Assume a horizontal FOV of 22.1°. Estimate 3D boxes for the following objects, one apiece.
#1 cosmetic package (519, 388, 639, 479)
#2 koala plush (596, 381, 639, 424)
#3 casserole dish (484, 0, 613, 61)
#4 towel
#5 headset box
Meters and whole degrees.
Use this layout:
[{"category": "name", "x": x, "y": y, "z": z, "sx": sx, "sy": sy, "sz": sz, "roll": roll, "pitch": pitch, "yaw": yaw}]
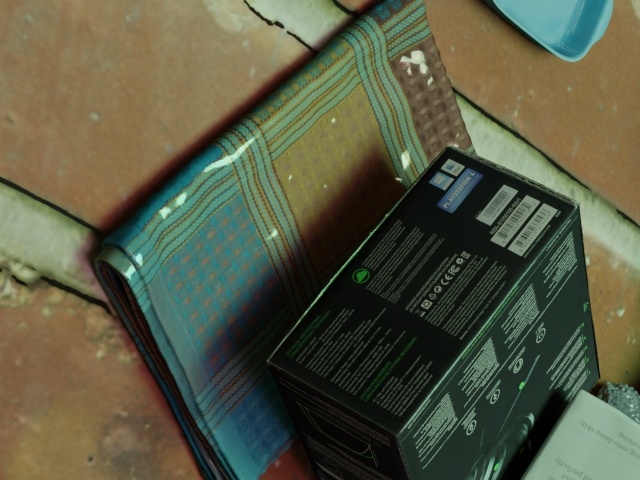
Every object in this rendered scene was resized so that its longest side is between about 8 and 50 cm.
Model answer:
[{"category": "cosmetic package", "x": 0.205, "y": 0.347, "z": 1.360, "sx": 0.385, "sy": 0.217, "sz": 0.156, "roll": -55, "pitch": 162, "yaw": -8}, {"category": "koala plush", "x": 0.411, "y": 0.137, "z": 1.670, "sx": 0.196, "sy": 0.203, "sz": 0.221, "roll": 27, "pitch": 71, "yaw": -44}, {"category": "casserole dish", "x": 0.196, "y": -0.236, "z": 1.459, "sx": 0.188, "sy": 0.037, "sz": 0.114, "roll": 30, "pitch": 80, "yaw": -44}, {"category": "towel", "x": 0.000, "y": 0.000, "z": 1.337, "sx": 0.370, "sy": 0.040, "sz": 0.271, "roll": -43, "pitch": 127, "yaw": -27}, {"category": "headset box", "x": 0.107, "y": 0.112, "z": 1.353, "sx": 0.246, "sy": 0.131, "sz": 0.283, "roll": -50, "pitch": 148, "yaw": -21}]
